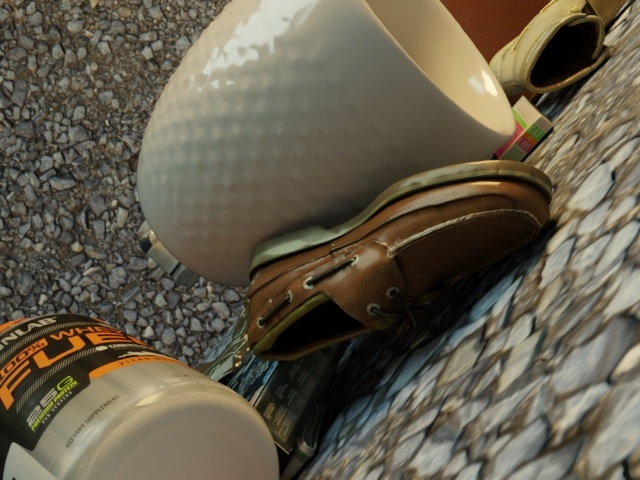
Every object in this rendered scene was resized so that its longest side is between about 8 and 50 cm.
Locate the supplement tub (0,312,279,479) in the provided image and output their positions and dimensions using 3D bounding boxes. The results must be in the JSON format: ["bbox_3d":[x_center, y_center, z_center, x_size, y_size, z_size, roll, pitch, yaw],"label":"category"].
[{"bbox_3d":[-0.196,0.174,0.774,0.316,0.193,0.193,14,58,50],"label":"supplement tub"}]

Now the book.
[{"bbox_3d":[0.190,-0.087,0.991,0.144,0.035,0.096,-48,8,18],"label":"book"}]

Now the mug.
[{"bbox_3d":[0.007,-0.109,0.949,0.328,0.276,0.374,-39,-22,25],"label":"mug"}]

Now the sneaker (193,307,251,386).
[{"bbox_3d":[-0.106,0.184,1.390,0.267,0.101,0.106,-50,26,-13],"label":"sneaker"}]

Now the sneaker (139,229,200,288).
[{"bbox_3d":[-0.123,-0.060,1.103,0.094,0.091,0.258,-43,11,51],"label":"sneaker"}]

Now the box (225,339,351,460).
[{"bbox_3d":[-0.052,0.151,0.902,0.175,0.051,0.220,-42,9,40],"label":"box"}]

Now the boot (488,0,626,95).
[{"bbox_3d":[0.294,-0.244,1.021,0.213,0.077,0.165,-42,9,5],"label":"boot"}]

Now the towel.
[{"bbox_3d":[-0.055,0.221,0.849,0.152,0.023,0.113,-49,4,13],"label":"towel"}]

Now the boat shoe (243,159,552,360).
[{"bbox_3d":[0.059,0.032,0.753,0.307,0.110,0.104,-24,48,41],"label":"boat shoe"}]

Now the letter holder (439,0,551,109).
[{"bbox_3d":[0.193,-0.256,1.203,0.302,0.214,0.152,-51,5,-22],"label":"letter holder"}]

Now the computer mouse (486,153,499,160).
[{"bbox_3d":[0.153,-0.037,0.874,0.106,0.042,0.193,-46,9,29],"label":"computer mouse"}]
